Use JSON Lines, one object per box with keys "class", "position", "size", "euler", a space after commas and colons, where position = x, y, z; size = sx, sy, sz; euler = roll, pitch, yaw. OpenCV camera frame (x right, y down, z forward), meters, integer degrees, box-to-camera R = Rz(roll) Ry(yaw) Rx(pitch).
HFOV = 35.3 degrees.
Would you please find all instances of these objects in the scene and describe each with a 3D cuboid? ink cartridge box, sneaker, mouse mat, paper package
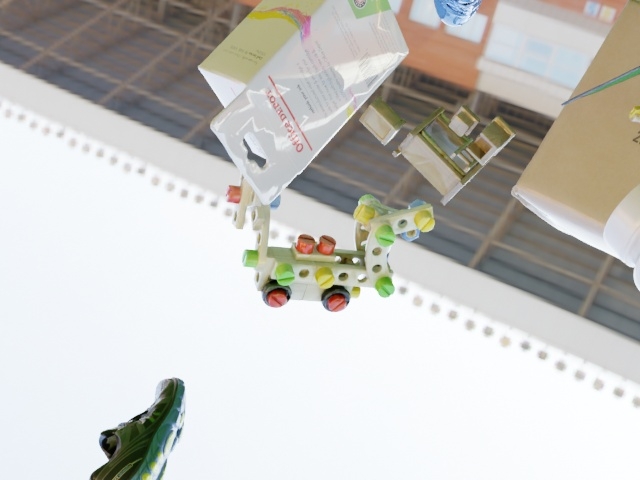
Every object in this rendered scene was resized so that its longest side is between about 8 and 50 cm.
{"class": "ink cartridge box", "position": [-0.042, -0.251, 1.526], "size": [0.119, 0.207, 0.353], "euler": [28, -110, 39]}
{"class": "sneaker", "position": [0.177, -0.321, 1.271], "size": [0.069, 0.209, 0.082], "euler": [19, -111, 0]}
{"class": "mouse mat", "position": [0.358, -0.188, 1.042], "size": [0.189, 0.007, 0.152], "euler": [-24, 180, -22]}
{"class": "sneaker", "position": [-0.187, 0.200, 1.047], "size": [0.078, 0.067, 0.188], "euler": [10, -151, 6]}
{"class": "paper package", "position": [0.465, -0.108, 1.255], "size": [0.168, 0.310, 0.324], "euler": [29, -177, -45]}

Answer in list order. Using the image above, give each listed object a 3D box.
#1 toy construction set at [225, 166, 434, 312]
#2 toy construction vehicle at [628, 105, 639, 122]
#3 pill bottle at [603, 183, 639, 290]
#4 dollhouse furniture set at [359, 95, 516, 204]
{"class": "toy construction set", "position": [0.000, 0.000, 1.594], "size": [0.327, 0.215, 0.151], "euler": [14, -149, -8]}
{"class": "toy construction vehicle", "position": [0.403, -0.151, 1.134], "size": [0.085, 0.098, 0.035], "euler": [11, -123, -19]}
{"class": "pill bottle", "position": [0.366, 0.035, 0.920], "size": [0.119, 0.119, 0.208], "euler": [-8, -133, -38]}
{"class": "dollhouse furniture set", "position": [0.181, -0.179, 1.467], "size": [0.182, 0.161, 0.101], "euler": [46, -128, 4]}
